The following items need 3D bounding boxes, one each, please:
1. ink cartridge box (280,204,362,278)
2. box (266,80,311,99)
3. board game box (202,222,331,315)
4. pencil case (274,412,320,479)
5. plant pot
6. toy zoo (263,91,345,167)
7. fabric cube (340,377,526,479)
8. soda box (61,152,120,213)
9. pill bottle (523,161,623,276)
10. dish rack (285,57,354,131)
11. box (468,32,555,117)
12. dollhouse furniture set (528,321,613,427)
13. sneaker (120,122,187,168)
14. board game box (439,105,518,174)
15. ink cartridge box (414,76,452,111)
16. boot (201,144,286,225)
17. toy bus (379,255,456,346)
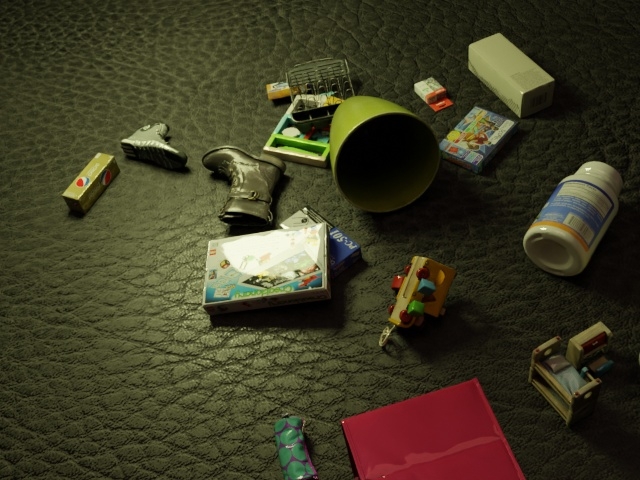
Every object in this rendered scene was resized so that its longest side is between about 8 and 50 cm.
[{"bbox_3d":[0.000,0.000,1.901,0.097,0.046,0.207,-37,54,-19],"label":"ink cartridge box"},{"bbox_3d":[-0.094,-0.464,2.306,0.136,0.028,0.081,-14,29,0],"label":"box"},{"bbox_3d":[-0.128,0.068,1.827,0.306,0.053,0.192,-8,54,12],"label":"board game box"},{"bbox_3d":[-0.050,0.429,1.534,0.070,0.064,0.151,-26,49,9],"label":"pencil case"},{"bbox_3d":[0.131,-0.264,1.984,0.275,0.274,0.293,-17,35,-5],"label":"plant pot"},{"bbox_3d":[-0.019,-0.336,2.198,0.192,0.030,0.293,14,54,20],"label":"toy zoo"},{"bbox_3d":[0.204,0.442,1.354,0.258,0.254,0.259,-17,49,-4],"label":"fabric cube"},{"bbox_3d":[-0.645,-0.163,2.140,0.058,0.061,0.181,15,54,21],"label":"soda box"},{"bbox_3d":[0.601,-0.059,1.776,0.152,0.152,0.272,24,57,27],"label":"pill bottle"},{"bbox_3d":[0.004,-0.436,2.197,0.208,0.074,0.271,-11,57,-1],"label":"dish rack"},{"bbox_3d":[0.544,-0.477,2.178,0.113,0.094,0.275,-23,50,-10],"label":"box"},{"bbox_3d":[0.539,0.255,1.535,0.184,0.129,0.129,-27,51,-13],"label":"dollhouse furniture set"},{"bbox_3d":[-0.459,-0.290,2.203,0.229,0.086,0.132,16,52,23],"label":"sneaker"},{"bbox_3d":[0.427,-0.276,2.067,0.136,0.035,0.201,29,61,30],"label":"board game box"},{"bbox_3d":[0.331,-0.428,2.216,0.063,0.029,0.115,-25,50,-12],"label":"ink cartridge box"},{"bbox_3d":[-0.227,-0.141,2.030,0.263,0.091,0.229,8,51,14],"label":"boot"},{"bbox_3d":[0.229,0.135,1.704,0.104,0.202,0.191,23,43,-11],"label":"toy bus"}]
